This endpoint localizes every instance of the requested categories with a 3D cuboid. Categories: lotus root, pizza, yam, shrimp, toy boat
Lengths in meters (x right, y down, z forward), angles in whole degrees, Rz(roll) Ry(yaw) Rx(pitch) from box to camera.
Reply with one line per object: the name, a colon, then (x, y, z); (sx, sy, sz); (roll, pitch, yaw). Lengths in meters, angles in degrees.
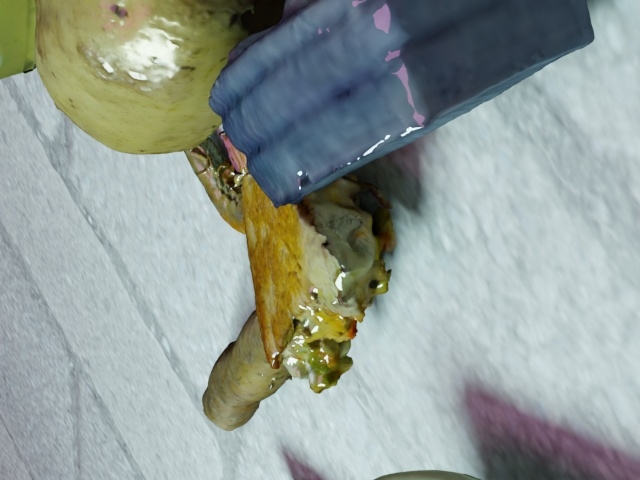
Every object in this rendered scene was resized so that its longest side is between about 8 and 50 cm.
lotus root: (-0.087, -0.141, 0.841); (0.284, 0.146, 0.160); (145, 110, -67)
pizza: (0.000, 0.000, 0.900); (0.226, 0.069, 0.147); (114, 145, -65)
yam: (-0.045, 0.090, 1.112); (0.057, 0.057, 0.241); (62, 156, 12)
shrimp: (-0.073, -0.063, 1.056); (0.127, 0.025, 0.091); (52, 154, 23)
toy boat: (0.020, -0.077, 0.696); (0.078, 0.127, 0.283); (62, 160, -1)

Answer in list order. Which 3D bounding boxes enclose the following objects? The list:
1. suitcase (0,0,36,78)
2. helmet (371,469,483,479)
suitcase: (-0.222, -0.243, 1.061); (0.194, 0.143, 0.235); (58, 156, 20)
helmet: (0.095, 0.237, 0.823); (0.257, 0.137, 0.204); (6, 78, 57)
